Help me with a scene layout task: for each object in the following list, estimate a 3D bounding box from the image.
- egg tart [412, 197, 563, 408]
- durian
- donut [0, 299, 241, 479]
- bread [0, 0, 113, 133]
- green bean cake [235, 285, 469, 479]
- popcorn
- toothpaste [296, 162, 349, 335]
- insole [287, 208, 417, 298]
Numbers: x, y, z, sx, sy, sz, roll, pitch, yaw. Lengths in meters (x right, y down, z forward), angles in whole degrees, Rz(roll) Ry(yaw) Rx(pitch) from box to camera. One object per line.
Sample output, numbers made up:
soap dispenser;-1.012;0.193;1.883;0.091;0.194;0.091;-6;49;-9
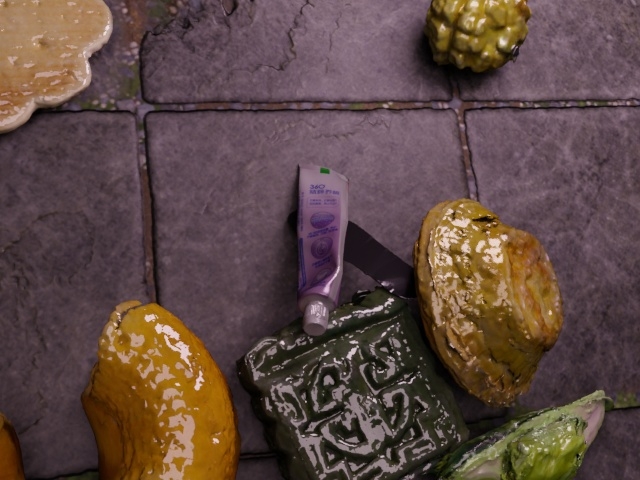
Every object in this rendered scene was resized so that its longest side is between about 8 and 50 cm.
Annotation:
egg tart;0.239;0.073;0.979;0.294;0.123;0.293;28;51;-42
durian;0.287;0.299;1.000;0.375;0.132;0.106;-16;57;-26
donut;-0.281;0.270;0.803;0.435;0.163;0.377;-18;73;-19
bread;-0.446;-0.293;0.988;0.316;0.054;0.315;3;75;-13
green bean cake;0.039;0.206;0.951;0.241;0.132;0.254;-22;81;-16
popcorn;0.249;-0.340;1.144;0.174;0.142;0.173;-2;93;-40
toothpaste;0.000;0.000;0.980;0.075;0.048;0.300;-5;46;9
insole;0.051;0.013;1.009;0.232;0.003;0.080;33;49;26
